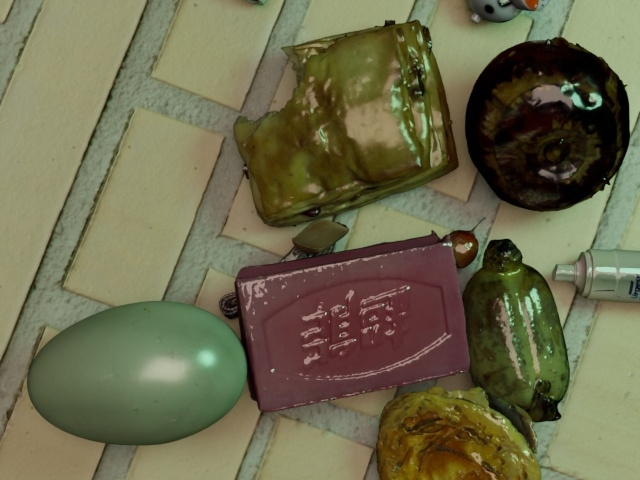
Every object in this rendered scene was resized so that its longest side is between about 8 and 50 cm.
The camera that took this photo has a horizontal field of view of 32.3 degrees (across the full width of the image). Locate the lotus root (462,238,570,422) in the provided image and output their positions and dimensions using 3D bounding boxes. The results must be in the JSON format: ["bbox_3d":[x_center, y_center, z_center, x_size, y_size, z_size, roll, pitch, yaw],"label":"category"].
[{"bbox_3d":[0.324,0.149,1.833,0.173,0.173,0.309,-10,86,-2],"label":"lotus root"}]

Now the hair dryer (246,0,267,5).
[{"bbox_3d":[-0.172,-0.517,1.909,0.236,0.073,0.131,27,85,-17],"label":"hair dryer"}]

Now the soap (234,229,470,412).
[{"bbox_3d":[0.047,0.130,1.814,0.359,0.128,0.233,-11,97,-7],"label":"soap"}]

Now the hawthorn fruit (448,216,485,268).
[{"bbox_3d":[0.245,-0.001,1.886,0.067,0.067,0.103,30,97,2],"label":"hawthorn fruit"}]

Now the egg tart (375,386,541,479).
[{"bbox_3d":[0.234,0.350,1.806,0.297,0.132,0.297,10,110,30],"label":"egg tart"}]

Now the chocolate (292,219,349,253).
[{"bbox_3d":[0.000,0.000,1.831,0.064,0.101,0.031,15,121,24],"label":"chocolate"}]

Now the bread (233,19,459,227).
[{"bbox_3d":[0.037,-0.207,1.849,0.370,0.191,0.314,-13,85,-1],"label":"bread"}]

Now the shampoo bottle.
[{"bbox_3d":[0.547,0.062,1.873,0.303,0.092,0.092,4,84,-1],"label":"shampoo bottle"}]

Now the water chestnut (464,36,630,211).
[{"bbox_3d":[0.371,-0.205,1.840,0.300,0.300,0.300,0,84,-1],"label":"water chestnut"}]

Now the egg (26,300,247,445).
[{"bbox_3d":[-0.298,0.215,1.777,0.371,0.230,0.230,-7,84,14],"label":"egg"}]

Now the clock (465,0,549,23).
[{"bbox_3d":[0.342,-0.482,1.899,0.189,0.189,0.254,32,91,3],"label":"clock"}]

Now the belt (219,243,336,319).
[{"bbox_3d":[-0.067,0.063,1.887,0.232,0.053,0.071,-38,88,-4],"label":"belt"}]
